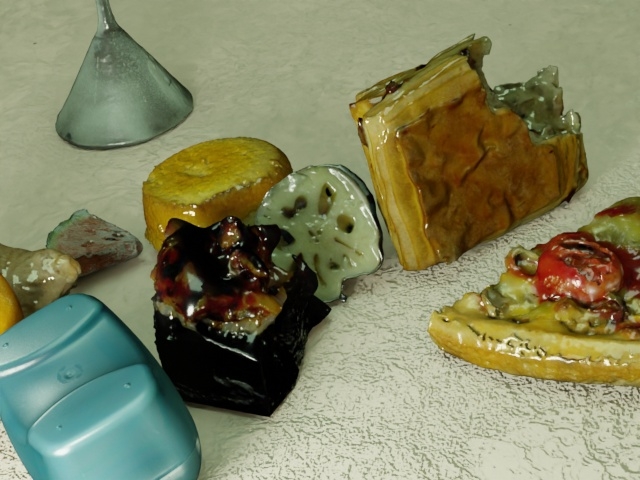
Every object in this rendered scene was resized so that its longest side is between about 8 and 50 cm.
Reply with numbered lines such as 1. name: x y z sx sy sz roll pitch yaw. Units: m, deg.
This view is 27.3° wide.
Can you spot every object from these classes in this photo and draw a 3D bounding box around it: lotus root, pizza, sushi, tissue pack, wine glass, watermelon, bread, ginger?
1. lotus root: -0.001 -0.004 1.916 0.183 0.203 0.078 -6 -9 3
2. pizza: 0.389 0.040 1.762 0.440 0.130 0.406 5 38 19
3. sushi: -0.131 0.074 1.752 0.215 0.212 0.227 7 38 22
4. tissue pack: -0.269 0.218 1.587 0.198 0.206 0.287 -32 37 -17
5. wine glass: -0.382 -0.397 2.354 0.267 0.406 0.267 -4 35 3
6. watermelon: -0.344 0.019 2.022 0.139 0.071 0.187 4 26 6
7. bread: -0.152 -0.057 2.019 0.268 0.145 0.268 -8 30 5
8. bread: 0.208 -0.150 1.943 0.370 0.314 0.191 -31 30 -23
9. ginger: -0.463 0.055 1.868 0.276 0.221 0.130 -4 16 23

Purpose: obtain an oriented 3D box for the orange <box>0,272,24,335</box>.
1. orange: -0.497 0.122 1.686 0.240 0.240 0.240 -6 33 4
